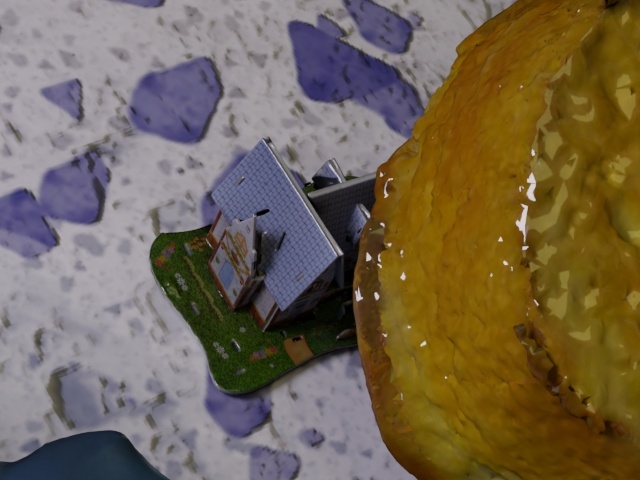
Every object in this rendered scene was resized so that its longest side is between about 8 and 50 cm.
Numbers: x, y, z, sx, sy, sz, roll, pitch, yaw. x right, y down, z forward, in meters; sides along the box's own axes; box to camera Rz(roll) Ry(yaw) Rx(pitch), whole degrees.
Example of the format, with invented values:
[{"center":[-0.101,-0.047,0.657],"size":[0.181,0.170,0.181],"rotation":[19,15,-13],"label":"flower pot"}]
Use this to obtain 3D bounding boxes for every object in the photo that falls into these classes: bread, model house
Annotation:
[{"center":[0.223,0.026,0.892],"size":[0.398,0.215,0.398],"rotation":[4,78,-19],"label":"bread"},{"center":[0.000,0.000,0.944],"size":[0.167,0.088,0.117],"rotation":[-16,64,-31],"label":"model house"}]

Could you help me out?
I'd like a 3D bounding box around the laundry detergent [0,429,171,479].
[{"center":[-0.082,0.172,0.788],"size":[0.290,0.094,0.143],"rotation":[28,55,-3],"label":"laundry detergent"}]
